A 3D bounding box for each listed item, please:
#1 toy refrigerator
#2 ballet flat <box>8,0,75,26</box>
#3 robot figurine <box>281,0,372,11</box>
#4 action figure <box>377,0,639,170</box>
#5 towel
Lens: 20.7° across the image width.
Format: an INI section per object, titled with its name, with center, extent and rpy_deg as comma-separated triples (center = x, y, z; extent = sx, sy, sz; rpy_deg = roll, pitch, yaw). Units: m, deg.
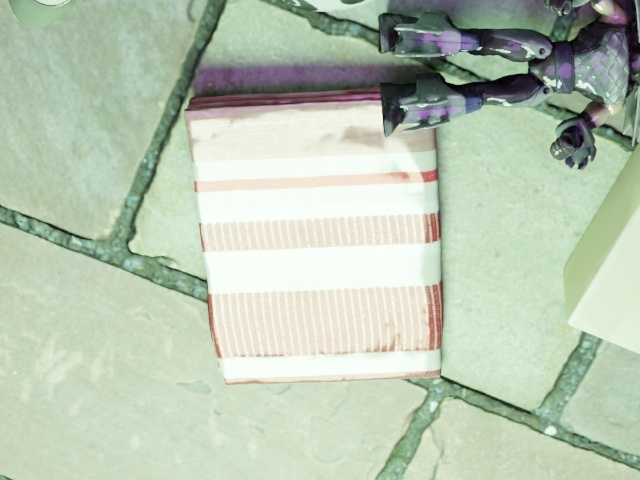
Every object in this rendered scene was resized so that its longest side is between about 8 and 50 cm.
[toy refrigerator]
center = 0.330, -0.033, 1.629
extent = 0.094, 0.102, 0.269
rpy_deg = 22, 119, -8
[ballet flat]
center = -0.225, -0.269, 1.560
extent = 0.072, 0.068, 0.213
rpy_deg = 31, 119, -13
[robot figurine]
center = -0.010, -0.325, 1.444
extent = 0.173, 0.209, 0.278
rpy_deg = -27, 118, -14
[action figure]
center = 0.195, -0.153, 1.572
extent = 0.285, 0.099, 0.185
rpy_deg = -3, 103, 2
[towel]
center = 0.000, 0.000, 1.719
extent = 0.237, 0.037, 0.329
rpy_deg = -2, 122, 4
